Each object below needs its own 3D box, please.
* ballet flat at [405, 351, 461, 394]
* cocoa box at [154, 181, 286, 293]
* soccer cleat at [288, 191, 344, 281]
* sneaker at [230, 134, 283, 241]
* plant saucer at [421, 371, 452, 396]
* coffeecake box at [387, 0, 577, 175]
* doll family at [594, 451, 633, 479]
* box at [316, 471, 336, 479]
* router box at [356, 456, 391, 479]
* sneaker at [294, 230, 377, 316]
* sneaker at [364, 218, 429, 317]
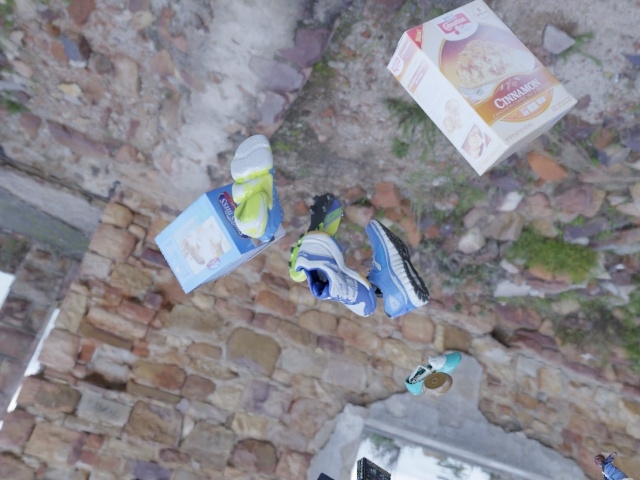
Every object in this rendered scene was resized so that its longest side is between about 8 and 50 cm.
[{"bbox_3d":[0.422,0.494,2.109,0.087,0.247,0.083,43,-165,-20],"label":"ballet flat"},{"bbox_3d":[-0.338,-0.013,1.839,0.347,0.228,0.231,-33,87,40],"label":"cocoa box"},{"bbox_3d":[0.001,-0.001,1.516,0.093,0.289,0.121,-7,139,37],"label":"soccer cleat"},{"bbox_3d":[-0.131,-0.103,1.177,0.091,0.240,0.126,-6,151,16],"label":"sneaker"},{"bbox_3d":[0.292,0.360,1.401,0.083,0.083,0.015,-4,122,43],"label":"plant saucer"},{"bbox_3d":[0.200,-0.196,0.693,0.185,0.142,0.068,52,154,11],"label":"coffeecake box"},{"bbox_3d":[0.612,0.545,1.174,0.076,0.193,0.111,21,-173,1],"label":"doll family"},{"bbox_3d":[0.066,0.962,1.716,0.343,0.312,0.179,10,140,46],"label":"box"},{"bbox_3d":[0.164,0.735,1.694,0.122,0.092,0.038,39,119,-18],"label":"router box"},{"bbox_3d":[0.031,0.115,1.400,0.112,0.131,0.296,-13,128,42],"label":"sneaker"},{"bbox_3d":[0.173,0.073,1.530,0.147,0.330,0.130,-38,130,20],"label":"sneaker"}]
